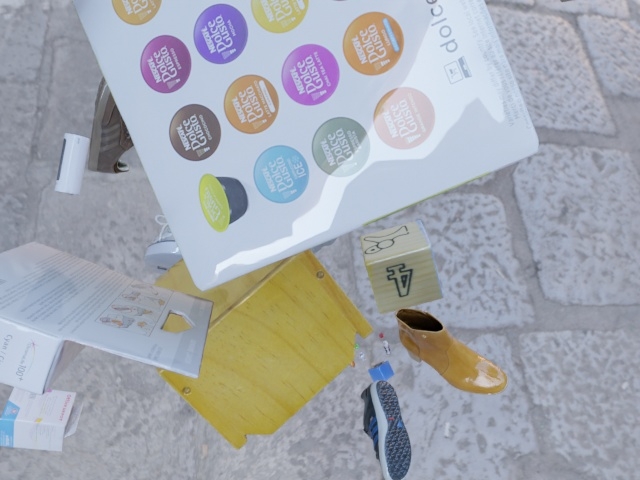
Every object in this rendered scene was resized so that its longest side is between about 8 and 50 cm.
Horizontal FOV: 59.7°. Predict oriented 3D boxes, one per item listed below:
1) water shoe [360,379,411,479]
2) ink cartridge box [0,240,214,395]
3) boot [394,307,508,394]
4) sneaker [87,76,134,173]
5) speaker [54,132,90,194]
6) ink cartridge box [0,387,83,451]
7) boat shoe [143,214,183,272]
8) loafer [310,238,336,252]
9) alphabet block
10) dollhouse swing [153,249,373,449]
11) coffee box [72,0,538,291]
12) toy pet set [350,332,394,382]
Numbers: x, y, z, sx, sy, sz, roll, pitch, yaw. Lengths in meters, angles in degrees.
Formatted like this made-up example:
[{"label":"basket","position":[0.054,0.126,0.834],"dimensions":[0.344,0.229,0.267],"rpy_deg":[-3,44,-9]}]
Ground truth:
[{"label":"water shoe","position":[0.131,0.393,1.140],"dimensions":[0.072,0.080,0.203],"rpy_deg":[12,55,-26]},{"label":"ink cartridge box","position":[-0.263,0.090,0.637],"dimensions":[0.261,0.296,0.066],"rpy_deg":[21,94,-10]},{"label":"boot","position":[0.327,0.280,1.415],"dimensions":[0.295,0.211,0.104],"rpy_deg":[19,61,29]},{"label":"sneaker","position":[-0.343,-0.192,0.933],"dimensions":[0.071,0.188,0.066],"rpy_deg":[7,45,-25]},{"label":"speaker","position":[-0.567,-0.173,1.274],"dimensions":[0.055,0.055,0.136],"rpy_deg":[11,91,-8]},{"label":"ink cartridge box","position":[-0.587,0.379,1.181],"dimensions":[0.143,0.090,0.092],"rpy_deg":[13,30,-15]},{"label":"boat shoe","position":[-0.384,0.000,1.483],"dimensions":[0.135,0.367,0.157],"rpy_deg":[16,76,-18]},{"label":"loafer","position":[0.000,0.000,1.716],"dimensions":[0.039,0.045,0.125],"rpy_deg":[16,33,38]},{"label":"alphabet block","position":[0.242,0.078,1.684],"dimensions":[0.197,0.194,0.192],"rpy_deg":[-15,23,8]},{"label":"dollhouse swing","position":[-0.149,0.160,1.160],"dimensions":[0.347,0.305,0.315],"rpy_deg":[-41,109,-8]},{"label":"coffee box","position":[0.000,-0.179,0.632],"dimensions":[0.334,0.338,0.338],"rpy_deg":[-22,92,14]},{"label":"toy pet set","position":[0.141,0.328,1.512],"dimensions":[0.122,0.065,0.114],"rpy_deg":[-25,88,1]}]
